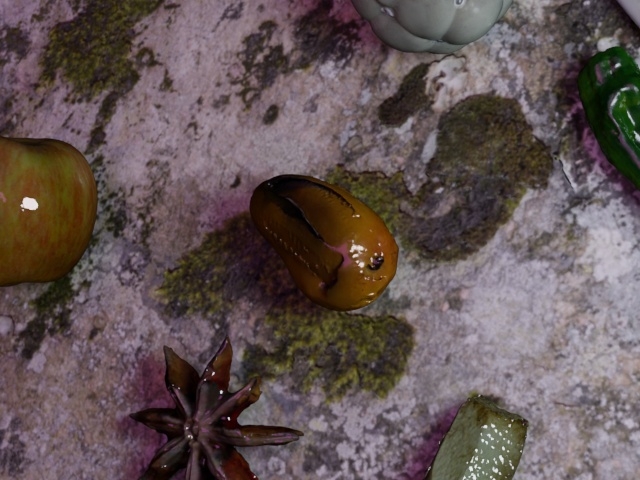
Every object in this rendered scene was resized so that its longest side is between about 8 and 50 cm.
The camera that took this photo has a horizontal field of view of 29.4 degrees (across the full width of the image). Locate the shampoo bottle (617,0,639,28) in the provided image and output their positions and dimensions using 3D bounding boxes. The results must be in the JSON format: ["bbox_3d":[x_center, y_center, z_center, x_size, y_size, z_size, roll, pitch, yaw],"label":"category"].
[{"bbox_3d":[0.437,-0.339,1.593,0.108,0.051,0.221,-39,67,14],"label":"shampoo bottle"}]

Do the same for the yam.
[{"bbox_3d":[0.170,0.325,1.534,0.106,0.106,0.259,27,91,26],"label":"yam"}]

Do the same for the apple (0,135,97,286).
[{"bbox_3d":[-0.463,-0.037,1.812,0.264,0.264,0.265,-5,76,22],"label":"apple"}]

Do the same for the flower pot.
[{"bbox_3d":[0.150,-0.371,1.647,0.246,0.195,0.246,-5,75,21],"label":"flower pot"}]

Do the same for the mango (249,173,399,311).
[{"bbox_3d":[0.000,0.000,1.654,0.248,0.151,0.156,30,101,34],"label":"mango"}]

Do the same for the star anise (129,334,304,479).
[{"bbox_3d":[-0.153,0.261,1.691,0.288,0.088,0.288,0,90,33],"label":"star anise"}]

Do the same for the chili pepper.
[{"bbox_3d":[0.406,-0.132,1.546,0.099,0.083,0.253,-31,71,4],"label":"chili pepper"}]
